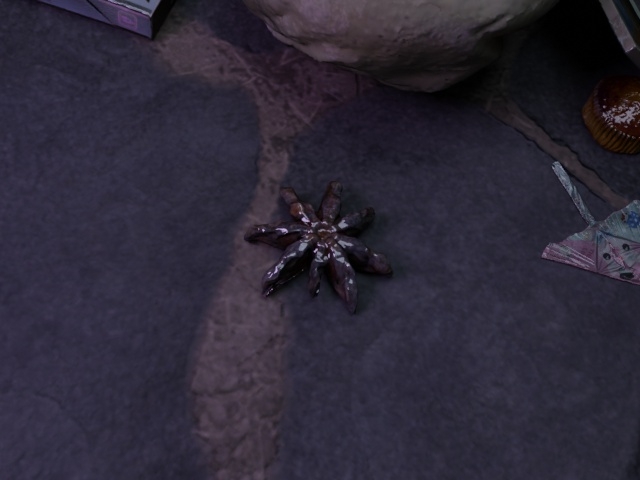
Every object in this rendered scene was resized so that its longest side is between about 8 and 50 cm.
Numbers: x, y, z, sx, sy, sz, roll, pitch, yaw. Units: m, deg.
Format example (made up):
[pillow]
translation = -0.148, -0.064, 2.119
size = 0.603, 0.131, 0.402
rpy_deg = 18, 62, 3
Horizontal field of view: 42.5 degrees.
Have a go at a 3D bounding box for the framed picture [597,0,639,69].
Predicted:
[framed picture]
translation = 0.316, -0.261, 0.883
size = 0.184, 0.016, 0.250
rpy_deg = 21, 46, -46

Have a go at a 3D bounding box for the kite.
[kite]
translation = 0.266, -0.015, 0.807
size = 0.137, 0.005, 0.152
rpy_deg = -26, 66, -21

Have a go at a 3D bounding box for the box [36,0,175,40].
[box]
translation = -0.298, -0.340, 0.895
size = 0.324, 0.047, 0.180
rpy_deg = 18, 59, 3

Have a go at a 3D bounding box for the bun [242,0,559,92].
[bun]
translation = 0.066, -0.287, 0.816
size = 0.365, 0.219, 0.365
rpy_deg = 9, 44, -9

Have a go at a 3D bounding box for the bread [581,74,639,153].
[bread]
translation = 0.318, -0.135, 0.855
size = 0.085, 0.053, 0.085
rpy_deg = 3, 60, -6

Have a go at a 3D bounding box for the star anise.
[star anise]
translation = 0.000, -0.002, 0.743
size = 0.141, 0.042, 0.141
rpy_deg = 4, 59, -7
